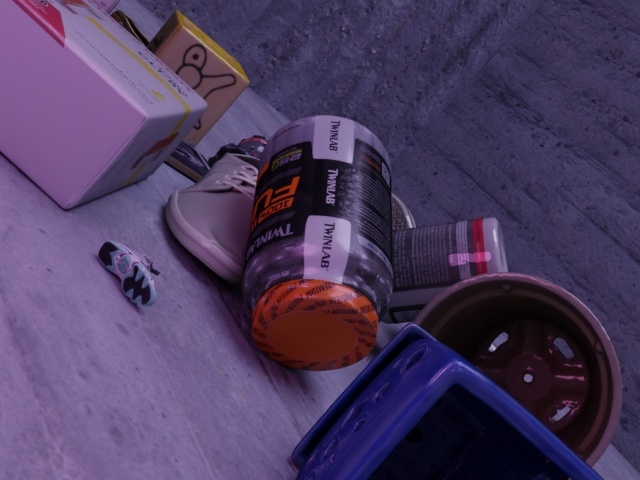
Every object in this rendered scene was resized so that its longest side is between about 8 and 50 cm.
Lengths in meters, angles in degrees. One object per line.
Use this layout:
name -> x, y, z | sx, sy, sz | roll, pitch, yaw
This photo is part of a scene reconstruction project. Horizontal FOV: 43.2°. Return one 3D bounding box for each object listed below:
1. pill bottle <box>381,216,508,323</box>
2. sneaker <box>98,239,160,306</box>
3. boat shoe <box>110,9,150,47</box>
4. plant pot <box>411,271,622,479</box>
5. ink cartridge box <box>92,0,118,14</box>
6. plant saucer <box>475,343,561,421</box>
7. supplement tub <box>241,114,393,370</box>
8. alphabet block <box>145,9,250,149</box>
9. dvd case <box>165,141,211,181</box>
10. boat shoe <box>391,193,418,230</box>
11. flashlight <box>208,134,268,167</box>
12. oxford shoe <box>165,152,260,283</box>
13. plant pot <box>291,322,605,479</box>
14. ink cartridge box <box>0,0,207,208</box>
pill bottle -> 0.184, 0.063, 1.513 | 0.176, 0.318, 0.176 | -8, 90, -74
sneaker -> -0.203, 0.039, 0.928 | 0.098, 0.038, 0.069 | 48, 12, 25
boat shoe -> -0.380, -0.395, 1.855 | 0.307, 0.104, 0.111 | 41, 10, -13
plant pot -> 0.328, 0.232, 1.339 | 0.334, 0.334, 0.305 | 47, 11, 21
ink cartridge box -> -0.436, -0.446, 1.395 | 0.171, 0.168, 0.233 | 39, 11, -20
plant saucer -> 0.330, 0.268, 1.715 | 0.400, 0.100, 0.400 | 43, 7, -6
supplement tub -> 0.000, 0.000, 1.149 | 0.207, 0.207, 0.338 | 37, 38, -31
alphabet block -> -0.289, -0.338, 1.706 | 0.192, 0.197, 0.193 | 38, 11, -27
dvd case -> -0.284, -0.174, 1.560 | 0.221, 0.018, 0.164 | 33, 13, -42
boat shoe -> 0.234, 0.045, 2.231 | 0.500, 0.187, 0.156 | 53, 6, 36
flashlight -> -0.164, -0.184, 1.836 | 0.103, 0.103, 0.304 | 45, 9, -4
oxford shoe -> -0.142, -0.056, 1.314 | 0.169, 0.130, 0.449 | 45, 12, -11
plant pot -> 0.113, 0.234, 0.820 | 0.236, 0.236, 0.212 | 40, 5, -13
ink cartridge box -> -0.337, -0.217, 1.118 | 0.279, 0.160, 0.385 | 42, 10, -5
